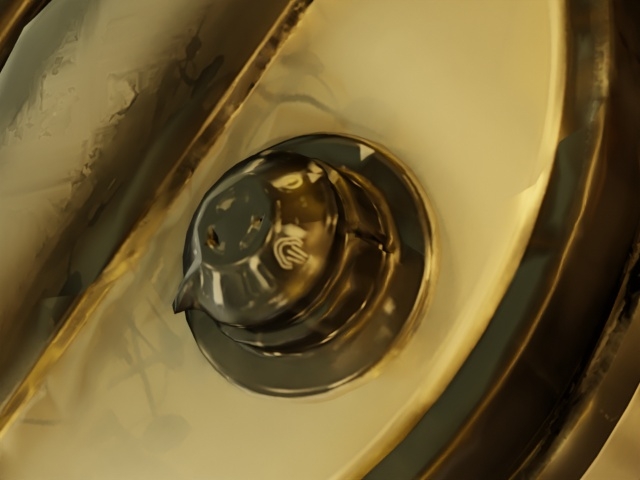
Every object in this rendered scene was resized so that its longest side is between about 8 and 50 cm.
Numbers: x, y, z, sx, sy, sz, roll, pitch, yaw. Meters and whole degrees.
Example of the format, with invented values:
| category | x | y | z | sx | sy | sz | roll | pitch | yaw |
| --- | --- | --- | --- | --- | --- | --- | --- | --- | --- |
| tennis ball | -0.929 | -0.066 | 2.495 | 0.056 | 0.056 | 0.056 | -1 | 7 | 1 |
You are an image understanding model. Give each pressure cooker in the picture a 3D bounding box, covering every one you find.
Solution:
| category | x | y | z | sx | sy | sz | roll | pitch | yaw |
| --- | --- | --- | --- | --- | --- | --- | --- | --- | --- |
| pressure cooker | 0.005 | 0.001 | 0.568 | 0.375 | 0.420 | 0.370 | -14 | 64 | 28 |
